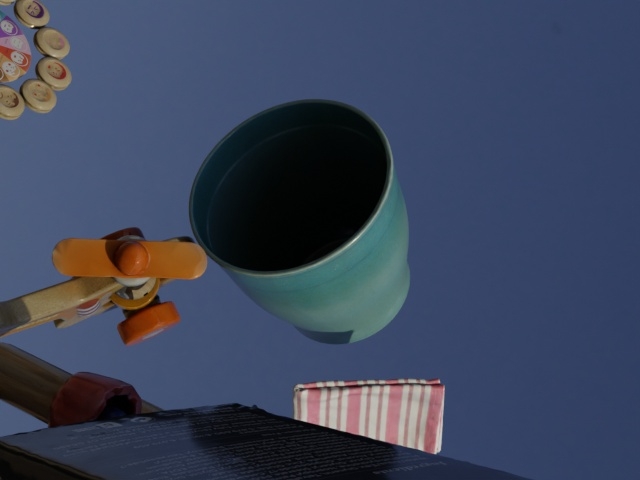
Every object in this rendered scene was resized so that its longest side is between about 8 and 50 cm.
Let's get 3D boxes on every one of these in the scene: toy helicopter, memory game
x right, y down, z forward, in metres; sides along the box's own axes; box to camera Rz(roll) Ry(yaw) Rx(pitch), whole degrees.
[{"bbox_3d":[-0.295,0.065,1.977,0.235,0.355,0.140,-32,-100,51],"label":"toy helicopter"},{"bbox_3d":[-0.316,-0.191,1.510,0.012,0.186,0.186,-43,-131,39],"label":"memory game"}]

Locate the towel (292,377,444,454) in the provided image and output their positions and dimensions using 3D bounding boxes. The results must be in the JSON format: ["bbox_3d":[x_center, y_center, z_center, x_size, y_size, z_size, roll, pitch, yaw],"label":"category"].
[{"bbox_3d":[0.061,0.231,2.071,0.144,0.197,0.029,89,-1,-48],"label":"towel"}]

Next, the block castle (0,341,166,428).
[{"bbox_3d":[-0.275,0.349,1.594,0.212,0.303,0.453,23,-97,26],"label":"block castle"}]

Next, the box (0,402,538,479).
[{"bbox_3d":[-0.032,0.407,1.269,0.471,0.297,0.480,5,-83,50],"label":"box"}]

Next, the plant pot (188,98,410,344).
[{"bbox_3d":[0.000,0.000,2.102,0.271,0.255,0.272,-11,-128,15],"label":"plant pot"}]
